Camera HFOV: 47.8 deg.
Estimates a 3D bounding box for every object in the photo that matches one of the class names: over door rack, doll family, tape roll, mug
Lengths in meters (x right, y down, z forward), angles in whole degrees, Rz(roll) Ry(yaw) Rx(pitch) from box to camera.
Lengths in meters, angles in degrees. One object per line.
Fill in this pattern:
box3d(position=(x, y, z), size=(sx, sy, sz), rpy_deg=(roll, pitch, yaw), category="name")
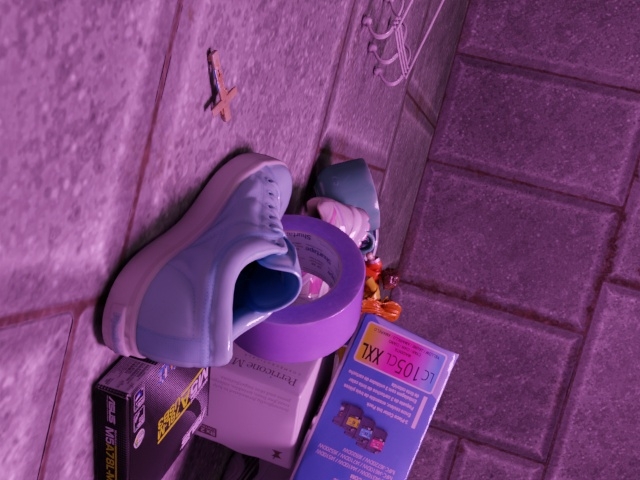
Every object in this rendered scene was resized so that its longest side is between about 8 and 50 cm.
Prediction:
box3d(position=(0.196, -0.488, 1.413), size=(0.324, 0.108, 0.239), rpy_deg=(-53, 165, -2), category="over door rack")
box3d(position=(0.067, 0.147, 1.309), size=(0.118, 0.163, 0.263), rpy_deg=(-59, 161, -49), category="doll family")
box3d(position=(-0.038, 0.059, 0.932), size=(0.080, 0.188, 0.189), rpy_deg=(92, 19, -46), category="tape roll")
box3d(position=(0.044, -0.059, 1.274), size=(0.129, 0.097, 0.158), rpy_deg=(93, -16, -73), category="mug")

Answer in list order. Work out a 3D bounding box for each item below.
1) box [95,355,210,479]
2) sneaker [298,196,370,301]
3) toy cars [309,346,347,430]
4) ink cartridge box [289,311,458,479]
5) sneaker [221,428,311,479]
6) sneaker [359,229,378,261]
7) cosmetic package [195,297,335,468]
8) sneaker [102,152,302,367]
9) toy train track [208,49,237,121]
box3d(position=(-0.179, 0.181, 0.802), size=(0.191, 0.045, 0.184), rpy_deg=(-52, 153, -58), category="box")
box3d(position=(-0.034, 0.032, 1.161), size=(0.111, 0.103, 0.252), rpy_deg=(34, 86, -33), category="sneaker")
box3d(position=(0.039, 0.291, 1.498), size=(0.177, 0.087, 0.394), rpy_deg=(62, 37, -35), category="toy cars")
box3d(position=(0.045, 0.318, 1.068), size=(0.396, 0.151, 0.270), rpy_deg=(-64, 174, -7), category="ink cartridge box")
box3d(position=(-0.076, 0.478, 1.233), size=(0.137, 0.210, 0.366), rpy_deg=(82, 27, -61), category="sneaker")
box3d(position=(0.047, 0.060, 1.520), size=(0.153, 0.099, 0.283), rpy_deg=(-27, 135, -76), category="sneaker")
box3d(position=(-0.073, 0.186, 1.022), size=(0.184, 0.151, 0.152), rpy_deg=(-59, 162, -53), category="cosmetic package")
box3d(position=(-0.079, 0.023, 0.798), size=(0.366, 0.150, 0.135), rpy_deg=(-58, 161, -51), category="sneaker")
box3d(position=(-0.109, -0.162, 0.762), size=(0.048, 0.014, 0.083), rpy_deg=(-55, 153, -37), category="toy train track")
